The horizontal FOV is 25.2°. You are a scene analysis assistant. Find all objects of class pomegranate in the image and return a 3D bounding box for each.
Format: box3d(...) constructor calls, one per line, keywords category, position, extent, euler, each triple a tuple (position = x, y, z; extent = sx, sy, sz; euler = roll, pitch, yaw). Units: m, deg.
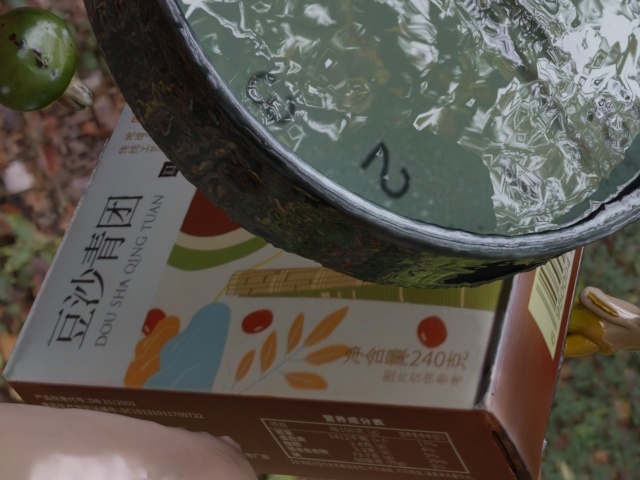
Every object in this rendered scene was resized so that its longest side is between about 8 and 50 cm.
box3d(category="pomegranate", position=(-0.193, -0.122, 0.973), extent=(0.084, 0.073, 0.073), euler=(12, 61, -60))

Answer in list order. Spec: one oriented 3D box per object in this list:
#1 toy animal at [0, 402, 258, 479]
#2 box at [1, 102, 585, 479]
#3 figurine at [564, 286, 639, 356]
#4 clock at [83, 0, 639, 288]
box3d(category="toy animal", position=(-0.118, 0.173, 0.494), extent=(0.213, 0.195, 0.256), euler=(92, 0, -67))
box3d(category="box", position=(0.000, 0.000, 1.096), extent=(0.122, 0.385, 0.344), euler=(59, 40, -47))
box3d(category="figurine", position=(0.332, 0.085, 1.338), extent=(0.156, 0.246, 0.131), euler=(46, 55, -45))
box3d(category="clock", position=(0.053, -0.139, 0.615), extent=(0.066, 0.319, 0.319), euler=(-16, -88, 62))
